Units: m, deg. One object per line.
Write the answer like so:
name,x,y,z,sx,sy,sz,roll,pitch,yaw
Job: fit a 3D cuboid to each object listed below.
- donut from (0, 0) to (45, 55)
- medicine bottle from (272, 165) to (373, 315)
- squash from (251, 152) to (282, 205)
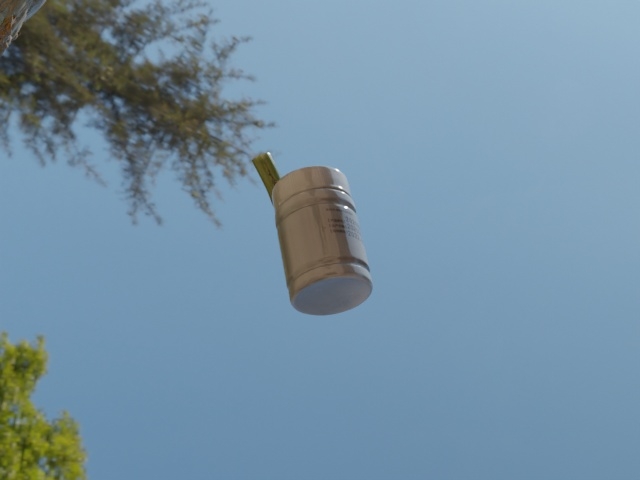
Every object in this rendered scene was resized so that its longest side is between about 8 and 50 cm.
donut,-0.386,-0.295,0.851,0.330,0.330,0.160,41,-82,35
medicine bottle,0.000,0.000,0.657,0.058,0.058,0.091,-28,-124,25
squash,-0.062,-0.074,1.249,0.027,0.027,0.083,-27,-93,25
